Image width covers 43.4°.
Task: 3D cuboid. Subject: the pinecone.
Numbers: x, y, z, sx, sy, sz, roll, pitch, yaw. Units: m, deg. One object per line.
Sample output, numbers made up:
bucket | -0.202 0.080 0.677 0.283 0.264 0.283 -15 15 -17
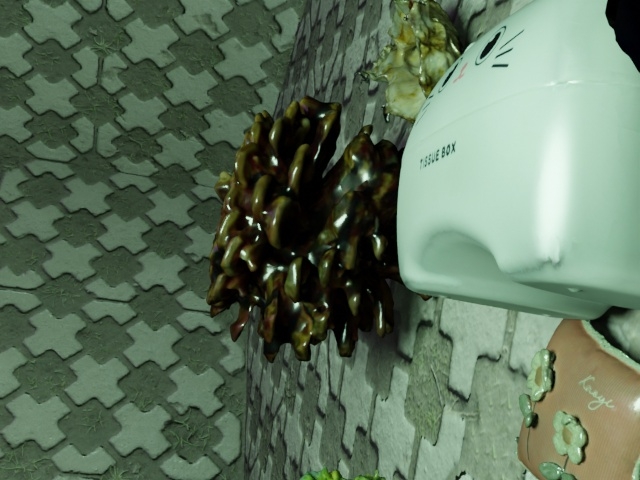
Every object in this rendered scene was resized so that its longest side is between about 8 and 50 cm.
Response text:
pinecone | 0.000 0.000 1.206 0.398 0.398 0.397 -172 90 -77

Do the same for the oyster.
oyster | 0.141 -0.283 1.277 0.337 0.133 0.197 -125 43 -75

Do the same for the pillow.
pillow | 0.231 0.162 0.707 0.179 0.075 0.171 -125 46 -70

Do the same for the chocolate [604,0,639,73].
chocolate | 0.287 -0.154 0.331 0.186 0.284 0.283 -67 11 -8

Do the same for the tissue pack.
tissue pack | 0.201 -0.063 0.631 0.333 0.229 0.235 162 119 -76

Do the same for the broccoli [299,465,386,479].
broccoli | 0.074 0.381 0.765 0.272 0.324 0.334 -36 87 45
